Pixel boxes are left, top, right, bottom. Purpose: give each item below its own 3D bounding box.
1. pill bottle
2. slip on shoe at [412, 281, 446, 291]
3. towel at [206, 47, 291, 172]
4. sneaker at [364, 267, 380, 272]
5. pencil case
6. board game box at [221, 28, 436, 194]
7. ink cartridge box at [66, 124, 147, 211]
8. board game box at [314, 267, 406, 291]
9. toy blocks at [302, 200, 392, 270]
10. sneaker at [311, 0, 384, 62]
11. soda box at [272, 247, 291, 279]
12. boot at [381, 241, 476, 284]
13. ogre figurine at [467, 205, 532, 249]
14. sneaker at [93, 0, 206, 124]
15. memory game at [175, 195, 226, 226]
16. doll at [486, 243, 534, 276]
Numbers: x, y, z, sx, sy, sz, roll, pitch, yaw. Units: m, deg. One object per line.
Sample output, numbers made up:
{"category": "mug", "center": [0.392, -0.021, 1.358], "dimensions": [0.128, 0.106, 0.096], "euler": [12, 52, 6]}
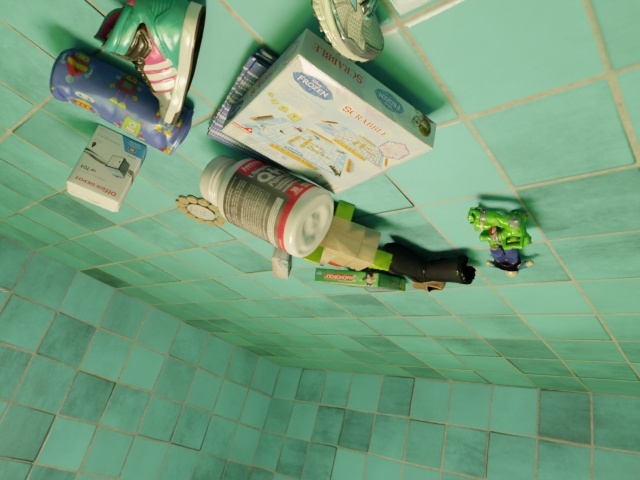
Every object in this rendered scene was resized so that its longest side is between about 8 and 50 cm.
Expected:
{"category": "pill bottle", "center": [-0.141, -0.098, 1.163], "dimensions": [0.318, 0.176, 0.176], "euler": [26, 160, 25]}
{"category": "slip on shoe", "center": [0.373, 0.158, 1.630], "dimensions": [0.135, 0.041, 0.051], "euler": [-11, 144, 44]}
{"category": "towel", "center": [-0.101, -0.270, 1.057], "dimensions": [0.243, 0.040, 0.336], "euler": [24, 155, -22]}
{"category": "sneaker", "center": [0.158, 0.081, 1.600], "dimensions": [0.108, 0.040, 0.044], "euler": [6, 151, 20]}
{"category": "pencil case", "center": [-0.448, -0.308, 1.067], "dimensions": [0.305, 0.120, 0.133], "euler": [26, 137, -19]}
{"category": "board game box", "center": [0.008, -0.229, 0.955], "dimensions": [0.318, 0.066, 0.317], "euler": [26, 155, -28]}
{"category": "ink cartridge box", "center": [-0.582, -0.196, 1.289], "dimensions": [0.139, 0.191, 0.082], "euler": [24, 153, -18]}
{"category": "board game box", "center": [0.143, 0.135, 1.584], "dimensions": [0.213, 0.046, 0.317], "euler": [3, 173, 26]}
{"category": "toy blocks", "center": [0.000, 0.000, 1.411], "dimensions": [0.380, 0.191, 0.261], "euler": [19, 166, -7]}
{"category": "sneaker", "center": [0.044, -0.377, 0.667], "dimensions": [0.122, 0.110, 0.283], "euler": [-5, 148, 30]}
{"category": "soda box", "center": [-0.143, 0.083, 1.756], "dimensions": [0.062, 0.058, 0.183], "euler": [14, 155, 3]}
{"category": "boot", "center": [0.328, 0.068, 1.408], "dimensions": [0.207, 0.094, 0.246], "euler": [-6, 154, 44]}
{"category": "ogre figurine", "center": [0.448, -0.025, 1.160], "dimensions": [0.118, 0.097, 0.197], "euler": [9, 145, 40]}
{"category": "sneaker", "center": [-0.335, -0.353, 0.904], "dimensions": [0.178, 0.124, 0.295], "euler": [18, 147, -15]}
{"category": "memory game", "center": [-0.402, -0.098, 1.591], "dimensions": [0.186, 0.012, 0.186], "euler": [13, 155, 6]}
{"category": "doll", "center": [0.532, 0.055, 1.326], "dimensions": [0.128, 0.046, 0.189], "euler": [1, 150, 30]}
